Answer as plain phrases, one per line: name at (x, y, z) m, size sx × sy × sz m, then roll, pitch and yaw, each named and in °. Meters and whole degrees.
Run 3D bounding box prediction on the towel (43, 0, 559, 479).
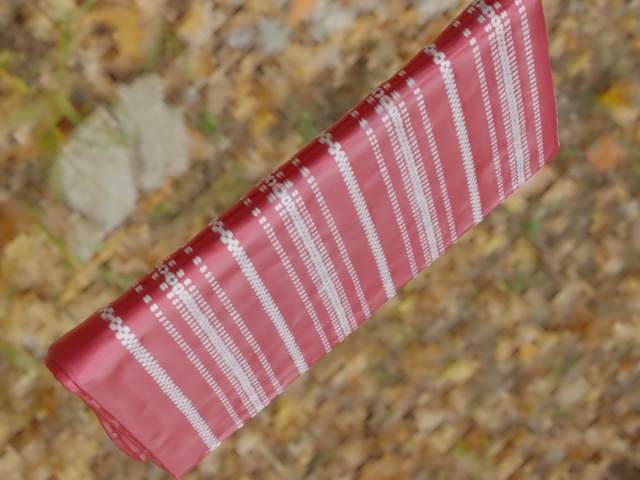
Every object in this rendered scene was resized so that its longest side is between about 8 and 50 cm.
towel at (0.000, 0.000, 0.928) m, size 0.275 × 0.031 × 0.199 m, roll -40°, pitch 160°, yaw -6°
